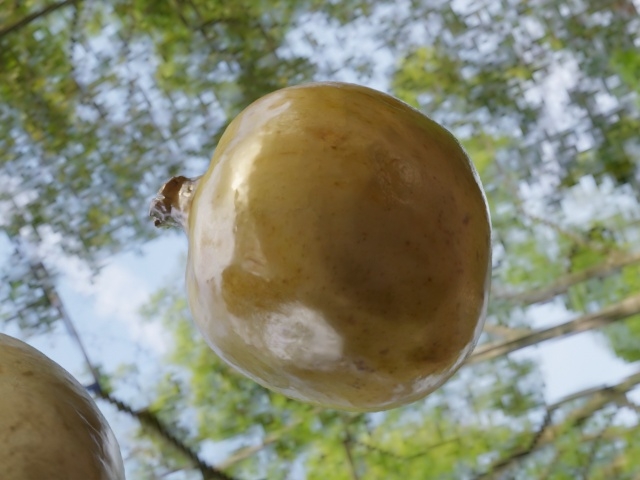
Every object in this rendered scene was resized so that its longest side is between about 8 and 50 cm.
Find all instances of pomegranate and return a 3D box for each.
[{"bbox_3d":[0.000,0.000,0.925,0.196,0.196,0.196,23,-124,-39],"label":"pomegranate"}]

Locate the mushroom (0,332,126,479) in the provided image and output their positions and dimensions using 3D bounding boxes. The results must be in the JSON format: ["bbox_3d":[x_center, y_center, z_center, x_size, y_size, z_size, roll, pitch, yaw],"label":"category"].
[{"bbox_3d":[-0.187,0.141,0.819,0.189,0.254,0.195,-31,-51,-20],"label":"mushroom"}]
